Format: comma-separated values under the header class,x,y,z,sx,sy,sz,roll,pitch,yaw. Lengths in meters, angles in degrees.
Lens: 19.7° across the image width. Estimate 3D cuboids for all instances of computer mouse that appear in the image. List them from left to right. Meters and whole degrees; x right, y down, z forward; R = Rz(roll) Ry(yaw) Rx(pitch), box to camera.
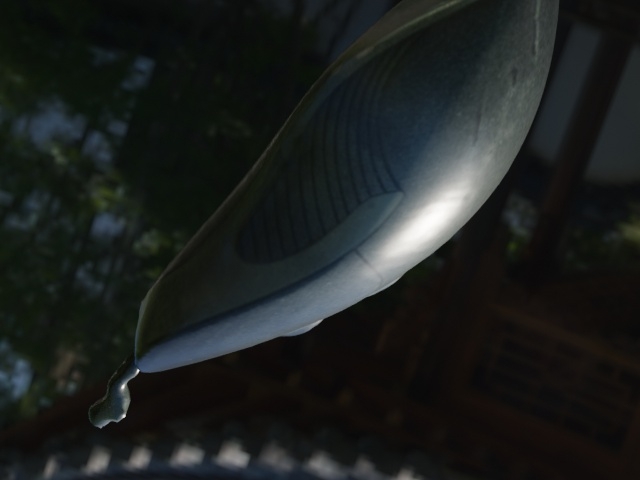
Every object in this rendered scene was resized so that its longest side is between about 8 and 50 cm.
class,x,y,z,sx,sy,sz,roll,pitch,yaw
computer mouse,0.000,0.000,0.938,0.090,0.379,0.167,48,-149,7
